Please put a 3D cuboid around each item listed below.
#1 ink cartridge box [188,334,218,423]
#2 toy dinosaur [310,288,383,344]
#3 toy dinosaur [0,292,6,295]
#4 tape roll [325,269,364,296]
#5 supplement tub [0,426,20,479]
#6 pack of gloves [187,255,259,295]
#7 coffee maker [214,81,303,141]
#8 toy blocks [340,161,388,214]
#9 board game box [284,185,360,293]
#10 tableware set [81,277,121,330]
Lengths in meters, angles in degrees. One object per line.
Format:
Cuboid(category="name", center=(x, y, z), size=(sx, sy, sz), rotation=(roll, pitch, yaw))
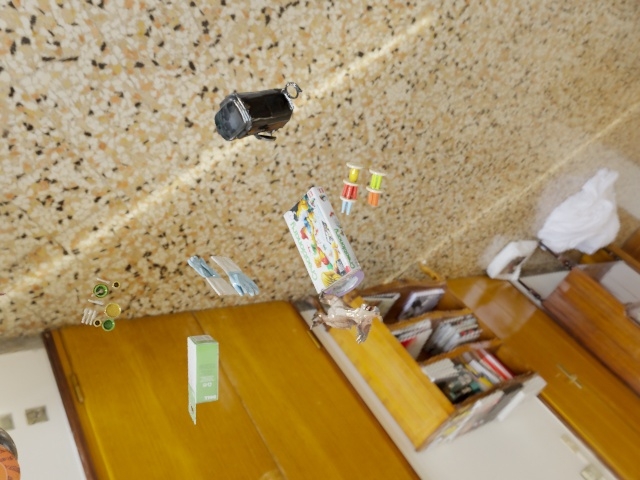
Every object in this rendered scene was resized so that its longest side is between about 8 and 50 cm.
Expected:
Cuboid(category="ink cartridge box", center=(-0.315, 0.367, 1.338), size=(0.062, 0.109, 0.209), rotation=(0, 91, -25))
Cuboid(category="toy dinosaur", center=(0.080, 0.244, 1.588), size=(0.295, 0.200, 0.127), rotation=(111, -3, -85))
Cuboid(category="toy dinosaur", center=(-0.654, 0.093, 0.931), size=(0.090, 0.047, 0.082), rotation=(-47, 149, -42))
Cuboid(category="tape roll", center=(0.082, 0.156, 2.081), size=(0.189, 0.080, 0.189), rotation=(-26, 153, -14))
Cuboid(category="supplement tub", center=(-0.784, 0.458, 1.047), size=(0.207, 0.338, 0.207), rotation=(-13, 106, -51))
Cuboid(category="pack of gloves", center=(-0.326, 0.129, 1.664), size=(0.195, 0.232, 0.046), rotation=(5, 117, -50))
Cuboid(category="coffee maker", center=(-0.165, -0.340, 1.291), size=(0.178, 0.120, 0.171), rotation=(-31, 159, -52))
Cuboid(category="toy blocks", center=(0.118, -0.135, 1.407), size=(0.054, 0.123, 0.148), rotation=(-36, 141, -59))
Cuboid(category="board game box", center=(0.000, 0.000, 1.654), size=(0.053, 0.305, 0.193), rotation=(-12, 161, -40))
Cuboid(category="tableware set", center=(-0.669, 0.199, 1.558), size=(0.104, 0.024, 0.154), rotation=(24, 69, -30))
